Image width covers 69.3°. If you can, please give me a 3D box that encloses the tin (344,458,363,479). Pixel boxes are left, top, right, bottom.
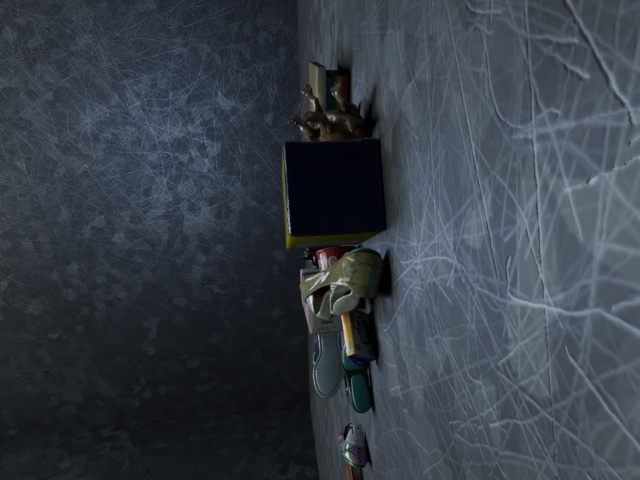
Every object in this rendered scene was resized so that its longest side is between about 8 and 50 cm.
[{"bbox_3d":[0.102,0.704,1.446,0.189,0.040,0.106,-100,5,-50],"label":"tin"}]

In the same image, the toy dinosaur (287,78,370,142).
[{"bbox_3d":[0.041,-0.248,1.054,0.127,0.200,0.296,-56,31,-10],"label":"toy dinosaur"}]

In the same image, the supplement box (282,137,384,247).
[{"bbox_3d":[0.012,-0.093,1.086,0.356,0.194,0.195,134,132,-82],"label":"supplement box"}]

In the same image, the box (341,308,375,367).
[{"bbox_3d":[0.090,0.228,1.093,0.028,0.081,0.136,-32,49,30],"label":"box"}]

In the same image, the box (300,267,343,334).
[{"bbox_3d":[0.007,0.202,1.608,0.232,0.127,0.148,-117,24,-70],"label":"box"}]

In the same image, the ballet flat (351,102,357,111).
[{"bbox_3d":[0.077,-0.301,1.157,0.114,0.041,0.041,112,154,-78],"label":"ballet flat"}]

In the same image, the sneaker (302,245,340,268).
[{"bbox_3d":[0.000,0.000,1.616,0.087,0.130,0.227,103,165,-64],"label":"sneaker"}]

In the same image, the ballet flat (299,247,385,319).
[{"bbox_3d":[0.031,0.119,1.042,0.348,0.123,0.123,140,129,-60],"label":"ballet flat"}]

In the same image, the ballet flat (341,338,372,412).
[{"bbox_3d":[0.090,0.334,1.187,0.074,0.074,0.203,109,155,-76],"label":"ballet flat"}]

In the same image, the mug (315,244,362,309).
[{"bbox_3d":[0.052,0.104,1.224,0.150,0.113,0.169,77,-175,-79],"label":"mug"}]

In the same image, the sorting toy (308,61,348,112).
[{"bbox_3d":[0.022,-0.382,1.359,0.255,0.089,0.257,-105,13,-65],"label":"sorting toy"}]

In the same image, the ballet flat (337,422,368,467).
[{"bbox_3d":[0.093,0.572,1.325,0.221,0.077,0.079,125,161,-82],"label":"ballet flat"}]

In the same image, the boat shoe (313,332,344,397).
[{"bbox_3d":[0.029,0.438,1.702,0.091,0.114,0.302,95,-178,-53],"label":"boat shoe"}]
